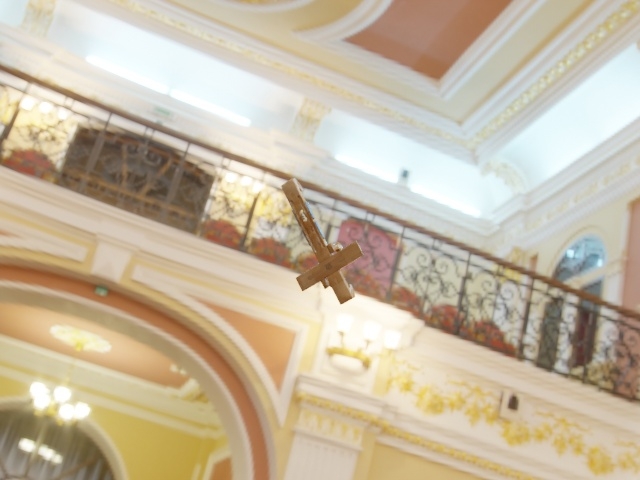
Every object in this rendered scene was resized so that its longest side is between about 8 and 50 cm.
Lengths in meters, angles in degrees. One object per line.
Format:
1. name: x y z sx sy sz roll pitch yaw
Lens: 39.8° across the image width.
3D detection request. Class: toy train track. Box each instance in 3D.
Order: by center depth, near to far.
1. toy train track: 0.000 0.000 0.545 0.048 0.083 0.014 -32 -11 25
